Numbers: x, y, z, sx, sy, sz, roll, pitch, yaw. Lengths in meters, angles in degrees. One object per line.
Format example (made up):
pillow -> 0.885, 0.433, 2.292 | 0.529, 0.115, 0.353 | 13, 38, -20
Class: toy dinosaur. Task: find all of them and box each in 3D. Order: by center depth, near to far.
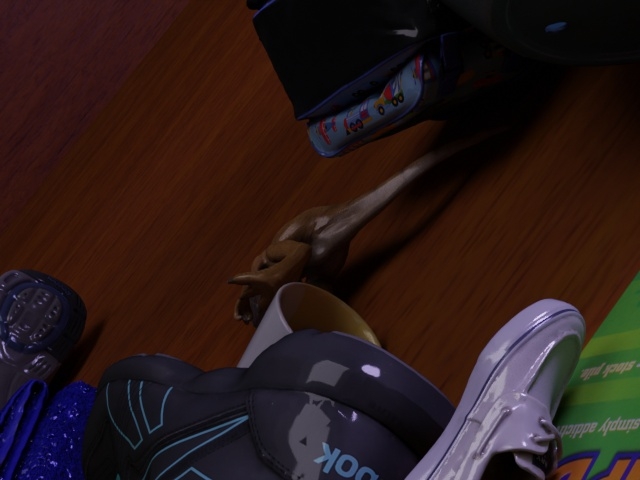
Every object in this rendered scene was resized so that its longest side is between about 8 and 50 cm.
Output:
toy dinosaur -> 0.000, 0.000, 0.772 | 0.211, 0.064, 0.112 | -34, 21, 44

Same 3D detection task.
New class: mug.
mug -> -0.006, 0.066, 0.676 | 0.064, 0.078, 0.062 | -52, 46, 24

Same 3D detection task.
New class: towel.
towel -> -0.253, 0.237, 0.896 | 0.227, 0.076, 0.308 | -40, 18, 29

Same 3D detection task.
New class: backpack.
backpack -> 0.070, -0.133, 0.788 | 0.173, 0.117, 0.158 | -22, -2, -36

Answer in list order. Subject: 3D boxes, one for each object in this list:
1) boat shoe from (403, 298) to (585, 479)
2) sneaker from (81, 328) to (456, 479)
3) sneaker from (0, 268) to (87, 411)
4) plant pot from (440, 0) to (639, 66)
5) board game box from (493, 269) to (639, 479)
boat shoe -> 0.057, 0.063, 0.419 | 0.035, 0.035, 0.100 | 21, 66, 46
sneaker -> -0.052, 0.108, 0.599 | 0.267, 0.101, 0.106 | -24, 32, 58
sneaker -> -0.294, 0.161, 1.185 | 0.129, 0.111, 0.297 | -57, 3, 45
plant pot -> 0.119, -0.189, 0.574 | 0.290, 0.290, 0.195 | -31, 59, 49
board game box -> 0.129, 0.026, 0.408 | 0.259, 0.039, 0.124 | -50, 14, -10
